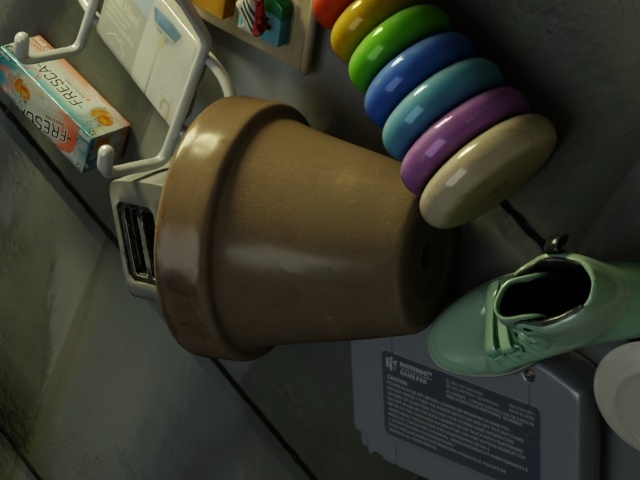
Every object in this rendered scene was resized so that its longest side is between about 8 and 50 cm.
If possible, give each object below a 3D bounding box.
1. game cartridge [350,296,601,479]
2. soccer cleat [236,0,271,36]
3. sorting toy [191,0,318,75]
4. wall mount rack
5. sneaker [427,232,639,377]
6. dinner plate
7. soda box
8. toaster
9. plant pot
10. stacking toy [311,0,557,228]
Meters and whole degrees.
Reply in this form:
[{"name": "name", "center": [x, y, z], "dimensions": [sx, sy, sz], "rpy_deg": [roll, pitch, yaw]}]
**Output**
[{"name": "game cartridge", "center": [0.151, 0.159, 1.609], "dimensions": [0.294, 0.060, 0.196], "rpy_deg": [19, 125, 40]}, {"name": "soccer cleat", "center": [-0.068, -0.241, 1.613], "dimensions": [0.036, 0.029, 0.083], "rpy_deg": [22, 130, 29]}, {"name": "sorting toy", "center": [-0.075, -0.287, 1.638], "dimensions": [0.208, 0.038, 0.193], "rpy_deg": [34, 131, 32]}, {"name": "wall mount rack", "center": [-0.209, -0.245, 1.702], "dimensions": [0.350, 0.130, 0.304], "rpy_deg": [51, 137, 30]}, {"name": "sneaker", "center": [0.167, 0.058, 1.434], "dimensions": [0.256, 0.151, 0.094], "rpy_deg": [-18, 69, 39]}, {"name": "dinner plate", "center": [0.305, 0.148, 1.432], "dimensions": [0.141, 0.017, 0.141], "rpy_deg": [18, 131, 21]}, {"name": "soda box", "center": [-0.308, -0.163, 1.932], "dimensions": [0.183, 0.063, 0.058], "rpy_deg": [44, 135, 23]}, {"name": "toaster", "center": [-0.131, -0.009, 1.782], "dimensions": [0.168, 0.110, 0.185], "rpy_deg": [12, 117, 43]}, {"name": "plant pot", "center": [0.000, 0.000, 1.565], "dimensions": [0.229, 0.263, 0.263], "rpy_deg": [9, 116, 26]}, {"name": "stacking toy", "center": [0.064, -0.175, 1.470], "dimensions": [0.330, 0.141, 0.141], "rpy_deg": [54, 139, 15]}]
